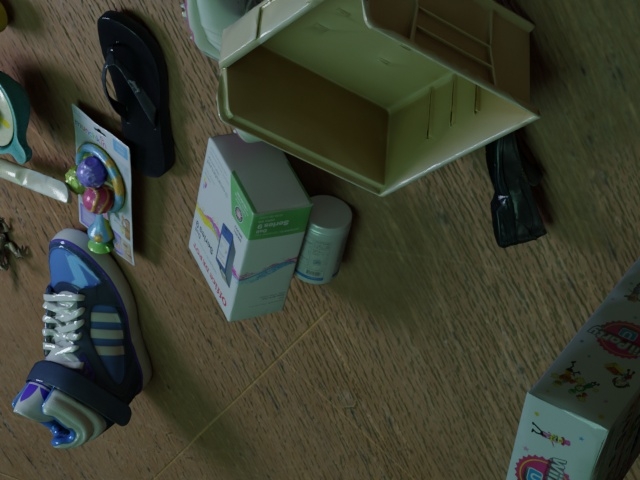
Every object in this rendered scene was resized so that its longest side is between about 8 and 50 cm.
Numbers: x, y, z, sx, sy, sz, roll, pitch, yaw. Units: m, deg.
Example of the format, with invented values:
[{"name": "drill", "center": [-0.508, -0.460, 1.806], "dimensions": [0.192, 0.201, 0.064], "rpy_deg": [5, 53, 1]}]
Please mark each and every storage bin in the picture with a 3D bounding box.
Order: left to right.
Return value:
[{"name": "storage bin", "center": [0.059, -0.188, 1.529], "dimensions": [0.260, 0.123, 0.262], "rpy_deg": [23, 149, -31]}]

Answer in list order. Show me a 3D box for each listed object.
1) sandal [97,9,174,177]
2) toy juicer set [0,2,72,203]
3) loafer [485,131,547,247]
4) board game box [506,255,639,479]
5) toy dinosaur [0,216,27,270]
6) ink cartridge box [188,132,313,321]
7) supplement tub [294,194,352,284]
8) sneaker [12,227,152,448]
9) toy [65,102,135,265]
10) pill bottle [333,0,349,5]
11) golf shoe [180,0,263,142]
[{"name": "sandal", "center": [-0.257, -0.195, 1.917], "dimensions": [0.097, 0.054, 0.254], "rpy_deg": [11, 127, 33]}, {"name": "toy juicer set", "center": [-0.506, -0.190, 2.064], "dimensions": [0.209, 0.089, 0.329], "rpy_deg": [-5, 108, 48]}, {"name": "loafer", "center": [0.230, -0.076, 1.624], "dimensions": [0.061, 0.062, 0.170], "rpy_deg": [-8, 114, -1]}, {"name": "board game box", "center": [0.322, 0.178, 1.546], "dimensions": [0.098, 0.303, 0.224], "rpy_deg": [25, 133, 22]}, {"name": "toy dinosaur", "center": [-0.538, 0.013, 2.319], "dimensions": [0.093, 0.053, 0.183], "rpy_deg": [27, 129, 42]}, {"name": "ink cartridge box", "center": [-0.097, -0.019, 1.851], "dimensions": [0.154, 0.093, 0.212], "rpy_deg": [60, 150, 35]}, {"name": "supplement tub", "center": [0.000, 0.000, 1.846], "dimensions": [0.071, 0.071, 0.107], "rpy_deg": [31, 134, 17]}, {"name": "sneaker", "center": [-0.402, 0.171, 2.175], "dimensions": [0.130, 0.236, 0.322], "rpy_deg": [4, 123, 37]}, {"name": "toy", "center": [-0.339, -0.071, 2.060], "dimensions": [0.137, 0.056, 0.237], "rpy_deg": [36, 145, 29]}, {"name": "pill bottle", "center": [0.000, -0.375, 1.526], "dimensions": [0.121, 0.121, 0.216], "rpy_deg": [-8, 116, 42]}, {"name": "golf shoe", "center": [-0.069, -0.241, 1.675], "dimensions": [0.140, 0.115, 0.306], "rpy_deg": [4, 145, 23]}]
